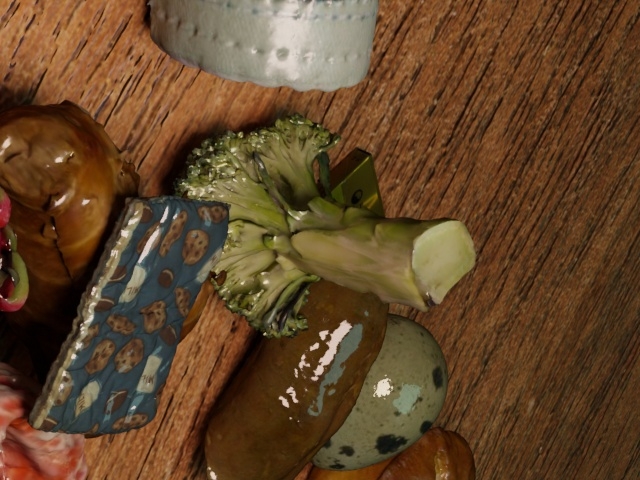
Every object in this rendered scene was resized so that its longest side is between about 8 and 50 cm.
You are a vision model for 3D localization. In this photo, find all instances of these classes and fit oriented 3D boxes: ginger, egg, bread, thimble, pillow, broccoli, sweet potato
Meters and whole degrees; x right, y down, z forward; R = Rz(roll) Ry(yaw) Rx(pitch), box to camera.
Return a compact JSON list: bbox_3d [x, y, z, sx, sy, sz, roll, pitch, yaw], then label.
[{"bbox_3d":[-0.224,-0.001,1.735,0.254,0.176,0.418,-51,146,-30],"label":"ginger"},{"bbox_3d":[0.061,0.199,2.223,0.228,0.177,0.177,-49,143,-4],"label":"egg"},{"bbox_3d":[0.093,0.381,2.385,0.312,0.172,0.312,-36,138,-41],"label":"bread"},{"bbox_3d":[-0.356,0.230,1.692,0.239,0.162,0.239,-37,141,-38],"label":"thimble"},{"bbox_3d":[-0.178,0.074,1.668,0.189,0.034,0.255,4,111,-62],"label":"pillow"},{"bbox_3d":[-0.002,-0.023,1.864,0.221,0.361,0.252,-22,94,-38],"label":"broccoli"},{"bbox_3d":[-0.058,-0.244,1.771,0.237,0.237,0.150,-11,115,-50],"label":"thimble"},{"bbox_3d":[-0.013,0.146,2.083,0.158,0.158,0.369,15,110,-55],"label":"sweet potato"}]

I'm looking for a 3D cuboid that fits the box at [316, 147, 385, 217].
[{"bbox_3d":[0.004,-0.012,2.149,0.193,0.030,0.121,-43,140,-27],"label":"box"}]

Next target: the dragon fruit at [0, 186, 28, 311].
[{"bbox_3d":[-0.372,0.027,1.544,0.218,0.198,0.273,14,129,-13],"label":"dragon fruit"}]
